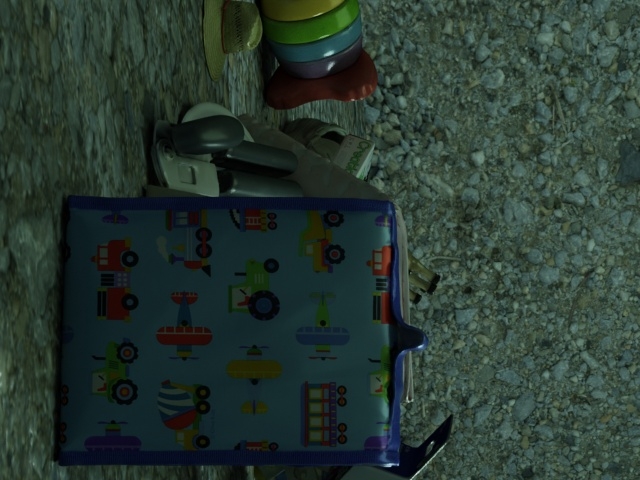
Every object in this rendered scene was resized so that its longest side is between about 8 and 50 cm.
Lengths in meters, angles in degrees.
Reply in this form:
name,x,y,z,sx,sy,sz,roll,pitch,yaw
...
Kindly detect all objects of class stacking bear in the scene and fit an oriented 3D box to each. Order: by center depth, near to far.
name,x,y,z,sx,sy,sz,roll,pitch,yaw
stacking bear,-0.023,-0.368,2.083,0.164,0.175,0.289,-78,158,-52

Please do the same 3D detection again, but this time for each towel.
name,x,y,z,sx,sy,sz,roll,pitch,yaw
towel,-0.004,0.025,1.798,0.332,0.053,0.317,32,-42,44

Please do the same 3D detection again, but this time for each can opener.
name,x,y,z,sx,sy,sz,roll,pitch,yaw
can opener,-0.086,-0.085,1.507,0.283,0.095,0.076,7,72,-61

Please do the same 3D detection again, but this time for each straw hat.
name,x,y,z,sx,sy,sz,roll,pitch,yaw
straw hat,-0.106,-0.271,1.744,0.144,0.061,0.144,-1,90,-82

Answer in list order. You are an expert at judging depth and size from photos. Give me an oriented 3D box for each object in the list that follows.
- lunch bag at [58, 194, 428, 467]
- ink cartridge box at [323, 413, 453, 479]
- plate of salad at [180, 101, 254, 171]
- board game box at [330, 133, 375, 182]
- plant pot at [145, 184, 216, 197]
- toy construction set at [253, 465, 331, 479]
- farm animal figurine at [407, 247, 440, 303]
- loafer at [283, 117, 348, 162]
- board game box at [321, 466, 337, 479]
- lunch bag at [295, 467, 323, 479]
name,x,y,z,sx,sy,sz,roll,pitch,yaw
lunch bag,-0.057,0.078,1.147,0.138,0.293,0.220,50,40,-78
ink cartridge box,0.002,0.324,1.562,0.069,0.371,0.176,46,7,4
plate of salad,-0.116,-0.062,1.596,0.200,0.048,0.199,36,47,-52
board game box,0.000,0.000,2.117,0.193,0.053,0.305,99,14,-45
plant pot,-0.126,0.011,1.408,0.109,0.109,0.096,60,43,-75
toy construction set,-0.060,0.219,1.759,0.327,0.151,0.215,127,-37,-84
farm animal figurine,0.049,0.116,2.358,0.330,0.172,0.327,-56,-176,14
loafer,-0.014,-0.132,2.245,0.319,0.112,0.112,-75,163,-65
board game box,0.050,0.411,1.838,0.213,0.046,0.317,-125,-143,-53
lunch bag,0.007,0.336,2.148,0.287,0.169,0.235,90,0,-59
